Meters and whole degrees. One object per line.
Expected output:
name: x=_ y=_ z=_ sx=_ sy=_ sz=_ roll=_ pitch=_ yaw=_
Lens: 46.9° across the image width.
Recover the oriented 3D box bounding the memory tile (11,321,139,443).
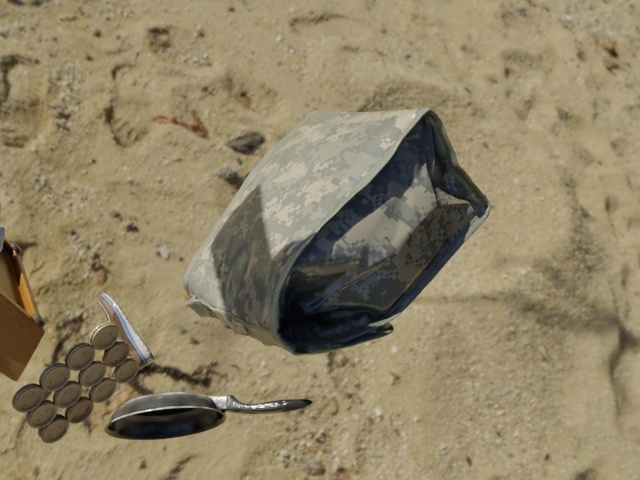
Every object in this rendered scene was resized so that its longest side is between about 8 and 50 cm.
memory tile: x=-0.296 y=0.175 z=0.904 sx=0.012 sy=0.113 sz=0.148 roll=32 pitch=61 yaw=35

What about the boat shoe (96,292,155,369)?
boat shoe: x=-0.415 y=0.189 z=1.509 sx=0.066 sy=0.066 sz=0.183 roll=-35 pitch=69 yaw=-16

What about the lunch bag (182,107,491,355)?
lunch bag: x=0.000 y=0.000 z=0.807 sx=0.287 sy=0.235 sz=0.169 roll=-46 pitch=118 yaw=-18

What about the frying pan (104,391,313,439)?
frying pan: x=-0.200 y=0.270 z=1.188 sx=0.197 sy=0.326 sz=0.053 roll=32 pitch=42 yaw=-53

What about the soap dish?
soap dish: x=-0.534 y=0.051 z=1.100 sx=0.291 sy=0.118 sz=0.229 roll=46 pitch=-8 yaw=47

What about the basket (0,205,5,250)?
basket: x=-0.316 y=-0.046 z=0.506 sx=0.167 sy=0.113 sz=0.103 roll=4 pitch=88 yaw=-41
